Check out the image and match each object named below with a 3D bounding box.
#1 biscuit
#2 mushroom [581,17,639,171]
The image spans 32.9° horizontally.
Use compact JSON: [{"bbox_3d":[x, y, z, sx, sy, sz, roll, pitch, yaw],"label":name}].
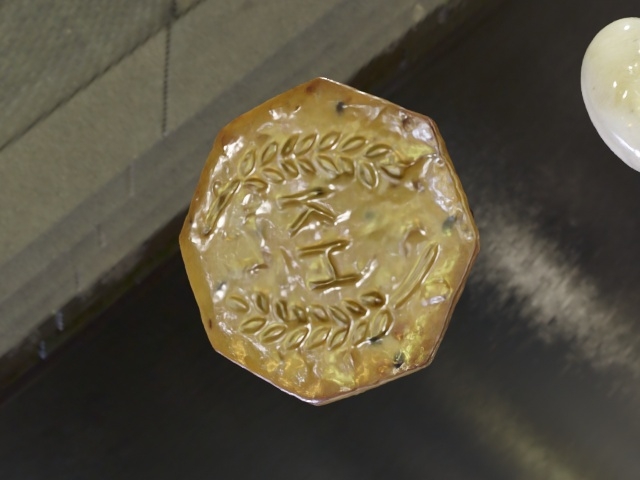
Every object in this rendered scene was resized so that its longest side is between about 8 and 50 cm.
[{"bbox_3d":[0.000,-0.001,1.180,0.359,0.359,0.046,-55,159,11],"label":"biscuit"},{"bbox_3d":[0.486,-0.210,1.520,0.202,0.246,0.246,-36,158,27],"label":"mushroom"}]
